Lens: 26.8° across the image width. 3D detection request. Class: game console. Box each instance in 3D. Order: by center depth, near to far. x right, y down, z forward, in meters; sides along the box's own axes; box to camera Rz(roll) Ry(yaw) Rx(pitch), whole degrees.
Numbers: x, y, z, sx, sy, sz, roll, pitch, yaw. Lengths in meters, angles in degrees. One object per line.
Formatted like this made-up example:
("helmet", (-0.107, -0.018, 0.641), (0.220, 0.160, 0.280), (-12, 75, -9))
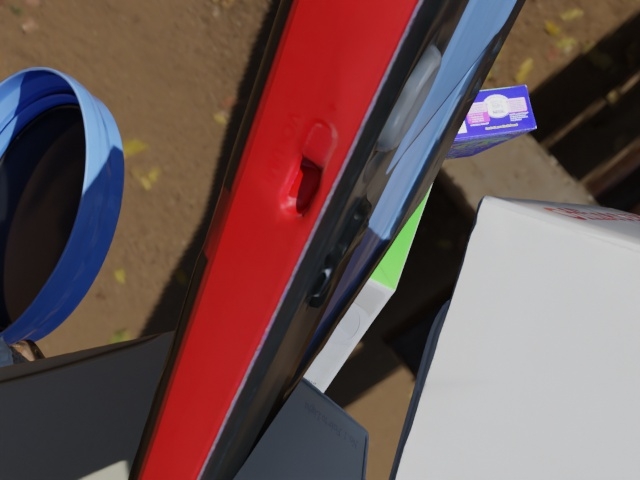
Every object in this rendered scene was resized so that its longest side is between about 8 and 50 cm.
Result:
("game console", (0.049, -0.080, 0.606), (0.386, 0.060, 0.342), (-51, 163, -58))

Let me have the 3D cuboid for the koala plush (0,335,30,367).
("koala plush", (-0.266, 0.182, 1.090), (0.203, 0.221, 0.196), (-11, 178, -18))

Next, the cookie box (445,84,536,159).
("cookie box", (0.109, -0.093, 1.107), (0.092, 0.040, 0.107), (-10, 175, -25))

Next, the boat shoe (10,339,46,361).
("boat shoe", (-0.314, 0.193, 1.596), (0.064, 0.060, 0.178), (-28, 101, 36))

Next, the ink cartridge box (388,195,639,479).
("ink cartridge box", (0.184, 0.113, 0.521), (0.198, 0.270, 0.197), (0, 108, -64))

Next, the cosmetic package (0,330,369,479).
("cosmetic package", (-0.144, 0.154, 0.804), (0.310, 0.113, 0.160), (-14, 142, 28))

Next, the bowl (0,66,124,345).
("bowl", (-0.404, -0.040, 1.814), (0.077, 0.391, 0.391), (20, 117, -42))

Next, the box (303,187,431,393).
("box", (0.000, 0.000, 1.258), (0.127, 0.262, 0.231), (26, 134, -3))
